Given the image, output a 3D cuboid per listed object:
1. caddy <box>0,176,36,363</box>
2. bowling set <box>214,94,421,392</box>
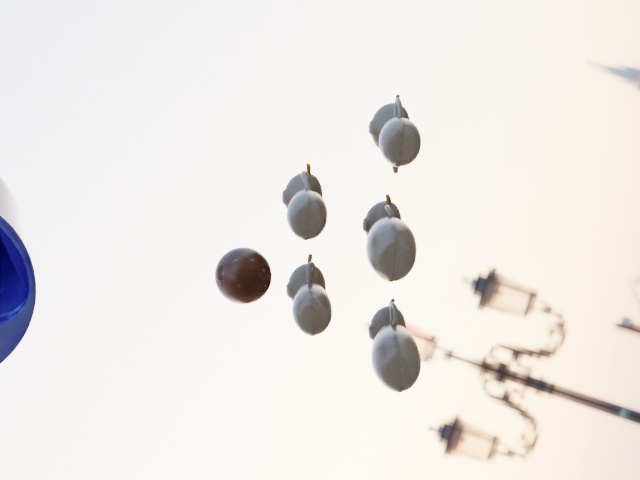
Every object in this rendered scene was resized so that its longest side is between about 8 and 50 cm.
[{"bbox_3d":[-0.445,0.012,1.339,0.241,0.341,0.179,-52,27,19],"label":"caddy"},{"bbox_3d":[0.000,0.000,1.323,0.154,0.199,0.287,-98,10,-76],"label":"bowling set"}]
